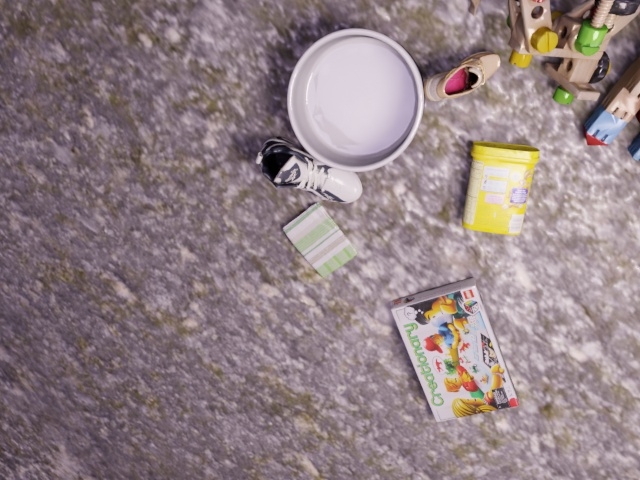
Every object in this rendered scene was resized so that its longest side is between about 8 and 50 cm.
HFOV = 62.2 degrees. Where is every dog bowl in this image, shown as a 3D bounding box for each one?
[{"bbox_3d":[0.074,-0.275,1.050,0.264,0.104,0.265,4,109,13],"label":"dog bowl"}]

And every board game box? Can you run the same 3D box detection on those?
[{"bbox_3d":[0.303,0.252,1.195,0.192,0.053,0.306,-19,102,19],"label":"board game box"}]

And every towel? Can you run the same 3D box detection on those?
[{"bbox_3d":[0.000,0.000,1.208,0.113,0.023,0.152,-36,99,24],"label":"towel"}]

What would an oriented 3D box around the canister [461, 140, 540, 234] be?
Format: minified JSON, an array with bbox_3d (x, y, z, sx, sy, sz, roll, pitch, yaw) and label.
[{"bbox_3d":[0.352,-0.103,1.056,0.126,0.073,0.170,8,111,11],"label":"canister"}]

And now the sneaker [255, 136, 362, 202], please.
[{"bbox_3d":[-0.031,-0.133,1.097,0.234,0.153,0.094,33,114,2],"label":"sneaker"}]

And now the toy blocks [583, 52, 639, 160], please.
[{"bbox_3d":[0.654,-0.207,0.908,0.381,0.191,0.261,29,124,1],"label":"toy blocks"}]

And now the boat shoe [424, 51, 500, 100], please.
[{"bbox_3d":[0.273,-0.299,0.977,0.170,0.059,0.063,-31,118,-16],"label":"boat shoe"}]

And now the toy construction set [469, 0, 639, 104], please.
[{"bbox_3d":[0.379,-0.361,0.905,0.309,0.257,0.237,45,148,33],"label":"toy construction set"}]
